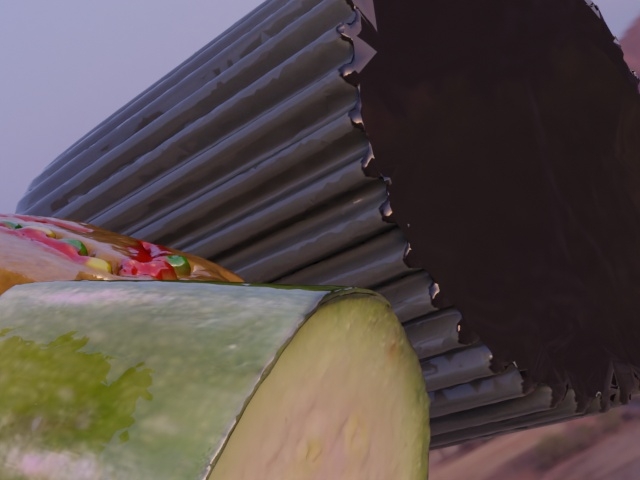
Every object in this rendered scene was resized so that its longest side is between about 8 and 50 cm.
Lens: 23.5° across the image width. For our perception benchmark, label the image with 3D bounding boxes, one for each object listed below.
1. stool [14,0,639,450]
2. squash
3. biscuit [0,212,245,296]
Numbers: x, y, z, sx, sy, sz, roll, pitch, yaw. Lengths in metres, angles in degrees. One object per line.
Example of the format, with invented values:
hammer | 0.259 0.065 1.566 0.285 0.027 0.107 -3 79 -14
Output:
stool | 0.000 0.000 0.922 0.330 0.297 0.297 -24 2 39
squash | -0.046 0.084 0.450 0.122 0.170 0.170 14 14 19
biscuit | -0.143 0.009 0.696 0.238 0.041 0.212 8 9 -33
